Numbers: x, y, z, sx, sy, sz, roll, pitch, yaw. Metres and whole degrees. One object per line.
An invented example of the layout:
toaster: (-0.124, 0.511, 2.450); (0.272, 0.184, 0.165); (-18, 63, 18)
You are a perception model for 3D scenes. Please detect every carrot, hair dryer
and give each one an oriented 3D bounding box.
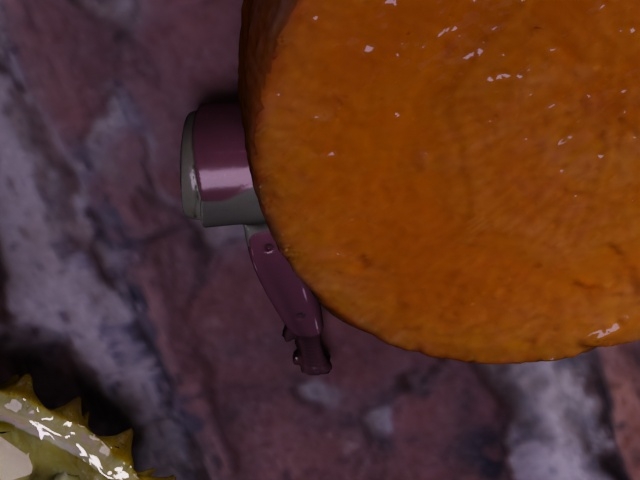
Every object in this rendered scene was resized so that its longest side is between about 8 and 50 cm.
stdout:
carrot: (0.101, -0.079, 0.765); (0.258, 0.100, 0.307); (34, 118, -18)
hair dryer: (-0.007, 0.002, 0.889); (0.106, 0.054, 0.154); (0, 135, 1)

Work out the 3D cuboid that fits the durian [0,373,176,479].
durian: (-0.173, 0.158, 0.940); (0.306, 0.166, 0.172); (20, 128, -18)
